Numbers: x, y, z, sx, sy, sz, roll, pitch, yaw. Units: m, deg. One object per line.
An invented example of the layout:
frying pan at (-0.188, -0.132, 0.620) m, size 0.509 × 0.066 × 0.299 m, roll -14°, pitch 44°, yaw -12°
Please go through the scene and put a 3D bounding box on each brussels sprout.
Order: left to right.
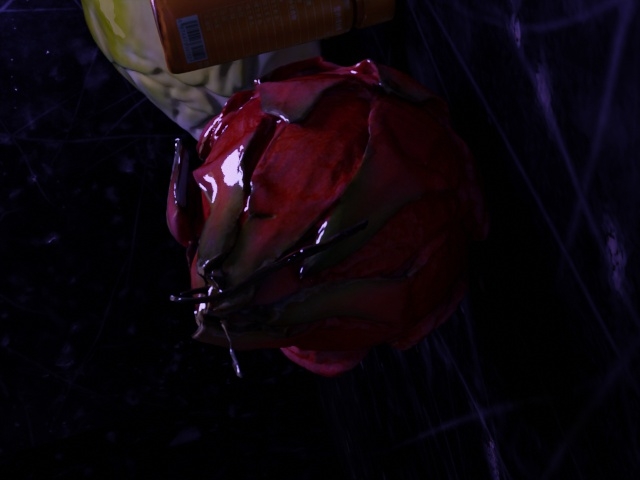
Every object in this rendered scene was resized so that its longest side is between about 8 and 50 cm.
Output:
brussels sprout at (-0.114, -0.274, 1.123) m, size 0.344 × 0.268 × 0.344 m, roll 55°, pitch -171°, yaw -13°

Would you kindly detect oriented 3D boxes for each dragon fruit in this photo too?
dragon fruit at (0.000, 0.000, 0.714) m, size 0.293 × 0.234 × 0.233 m, roll -58°, pitch -32°, yaw -42°

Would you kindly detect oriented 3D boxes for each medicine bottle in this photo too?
medicine bottle at (-0.043, -0.203, 0.838) m, size 0.096 × 0.192 × 0.096 m, roll 165°, pitch 90°, yaw -85°
